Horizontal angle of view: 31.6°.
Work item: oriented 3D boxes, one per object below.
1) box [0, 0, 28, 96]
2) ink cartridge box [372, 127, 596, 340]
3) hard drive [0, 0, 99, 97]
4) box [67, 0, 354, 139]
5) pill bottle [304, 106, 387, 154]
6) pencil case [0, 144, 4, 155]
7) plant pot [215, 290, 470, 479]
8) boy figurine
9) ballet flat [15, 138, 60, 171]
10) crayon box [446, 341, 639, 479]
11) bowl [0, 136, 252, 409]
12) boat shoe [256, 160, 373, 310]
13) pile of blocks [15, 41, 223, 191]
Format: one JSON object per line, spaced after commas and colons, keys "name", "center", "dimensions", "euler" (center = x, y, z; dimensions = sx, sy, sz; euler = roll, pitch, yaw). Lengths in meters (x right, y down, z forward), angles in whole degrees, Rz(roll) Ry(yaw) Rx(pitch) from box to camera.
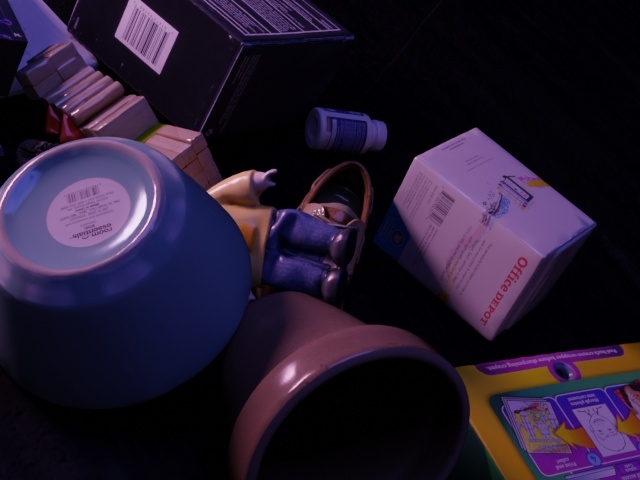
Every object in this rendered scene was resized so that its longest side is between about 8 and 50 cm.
{"name": "box", "center": [-0.527, -0.317, 1.519], "dimensions": [0.184, 0.103, 0.261], "euler": [3, 43, -41]}
{"name": "ink cartridge box", "center": [0.233, -0.011, 1.621], "dimensions": [0.232, 0.171, 0.168], "euler": [42, 40, 19]}
{"name": "hard drive", "center": [-0.527, -0.282, 1.611], "dimensions": [0.353, 0.047, 0.233], "euler": [-19, 56, -44]}
{"name": "box", "center": [-0.162, -0.313, 1.718], "dimensions": [0.296, 0.183, 0.294], "euler": [42, 31, 20]}
{"name": "pill bottle", "center": [0.041, -0.170, 1.784], "dimensions": [0.120, 0.067, 0.067], "euler": [5, 42, -25]}
{"name": "pencil case", "center": [-0.469, -0.085, 1.340], "dimensions": [0.095, 0.098, 0.209], "euler": [-9, 13, 18]}
{"name": "plant pot", "center": [-0.005, 0.169, 1.237], "dimensions": [0.263, 0.263, 0.229], "euler": [0, 28, -29]}
{"name": "boy figurine", "center": [-0.099, -0.007, 1.383], "dimensions": [0.285, 0.177, 0.092], "euler": [16, 2, 9]}
{"name": "ballet flat", "center": [-0.293, -0.058, 1.469], "dimensions": [0.250, 0.058, 0.084], "euler": [35, 39, 12]}
{"name": "crayon box", "center": [0.338, 0.288, 1.382], "dimensions": [0.362, 0.106, 0.313], "euler": [-3, 47, -32]}
{"name": "bowl", "center": [-0.241, 0.008, 1.229], "dimensions": [0.311, 0.163, 0.312], "euler": [-4, 55, 6]}
{"name": "boat shoe", "center": [0.000, 0.000, 1.516], "dimensions": [0.122, 0.120, 0.324], "euler": [22, 37, -5]}
{"name": "pile of blocks", "center": [-0.289, -0.133, 1.525], "dimensions": [0.362, 0.149, 0.112], "euler": [36, 61, 25]}
